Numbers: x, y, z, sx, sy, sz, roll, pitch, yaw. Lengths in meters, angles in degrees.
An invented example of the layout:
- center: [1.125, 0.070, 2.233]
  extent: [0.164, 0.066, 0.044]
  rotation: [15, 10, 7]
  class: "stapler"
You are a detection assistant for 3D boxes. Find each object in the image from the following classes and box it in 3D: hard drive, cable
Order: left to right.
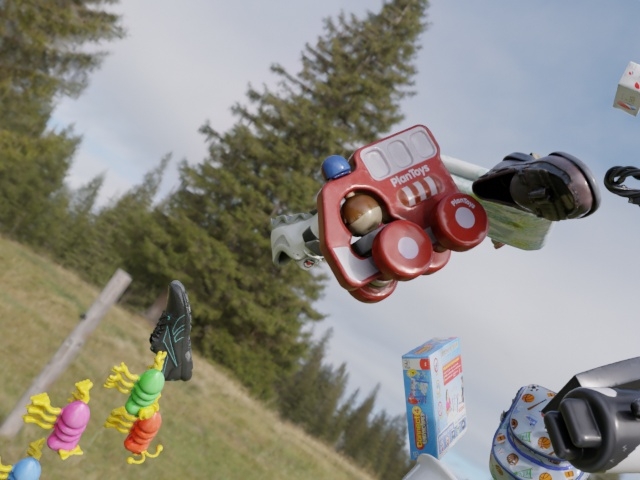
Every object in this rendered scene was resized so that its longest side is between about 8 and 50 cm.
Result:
- center: [0.634, 0.336, 1.710]
  extent: [0.054, 0.254, 0.172]
  rotation: [62, -35, 34]
  class: "hard drive"
- center: [0.738, -0.126, 1.729]
  extent: [0.150, 0.047, 0.184]
  rotation: [34, -12, -24]
  class: "cable"

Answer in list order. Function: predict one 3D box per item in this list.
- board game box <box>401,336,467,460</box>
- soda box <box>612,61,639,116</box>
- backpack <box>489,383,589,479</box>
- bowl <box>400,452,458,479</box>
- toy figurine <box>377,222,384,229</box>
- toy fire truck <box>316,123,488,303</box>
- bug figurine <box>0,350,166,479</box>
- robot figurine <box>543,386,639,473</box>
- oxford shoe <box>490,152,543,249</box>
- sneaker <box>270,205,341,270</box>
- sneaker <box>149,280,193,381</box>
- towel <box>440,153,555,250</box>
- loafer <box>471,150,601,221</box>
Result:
- center: [0.346, 0.463, 2.280]
  extent: [0.086, 0.302, 0.308]
  rotation: [-5, 1, 26]
  class: "board game box"
- center: [0.825, -0.396, 2.010]
  extent: [0.074, 0.069, 0.216]
  rotation: [28, 2, 18]
  class: "soda box"
- center: [0.541, 0.502, 1.847]
  extent: [0.276, 0.263, 0.213]
  rotation: [20, -34, 30]
  class: "backpack"
- center: [0.213, 0.550, 1.383]
  extent: [0.298, 0.134, 0.298]
  rotation: [56, -16, 25]
  class: "bowl"
- center: [0.202, -0.086, 2.377]
  extent: [0.159, 0.173, 0.130]
  rotation: [35, 22, -53]
  class: "toy figurine"
- center: [0.119, -0.051, 1.315]
  extent: [0.254, 0.302, 0.169]
  rotation: [61, -27, 9]
  class: "toy fire truck"
- center: [-0.305, 0.261, 1.033]
  extent: [0.279, 0.216, 0.072]
  rotation: [-15, 53, -46]
  class: "bug figurine"
- center: [0.595, 0.386, 1.544]
  extent: [0.278, 0.173, 0.209]
  rotation: [7, -1, -23]
  class: "robot figurine"
- center: [0.617, -0.125, 2.401]
  extent: [0.130, 0.348, 0.123]
  rotation: [39, -20, -3]
  class: "oxford shoe"
- center: [0.000, 0.000, 1.869]
  extent: [0.122, 0.146, 0.330]
  rotation: [16, -19, -38]
  class: "sneaker"
- center: [-0.383, 0.236, 1.949]
  extent: [0.106, 0.267, 0.101]
  rotation: [-2, 7, -16]
  class: "sneaker"
- center: [0.367, -0.091, 1.801]
  extent: [0.374, 0.090, 0.320]
  rotation: [19, -7, 15]
  class: "towel"
- center: [0.324, -0.075, 1.178]
  extent: [0.302, 0.095, 0.109]
  rotation: [-130, -163, -78]
  class: "loafer"
